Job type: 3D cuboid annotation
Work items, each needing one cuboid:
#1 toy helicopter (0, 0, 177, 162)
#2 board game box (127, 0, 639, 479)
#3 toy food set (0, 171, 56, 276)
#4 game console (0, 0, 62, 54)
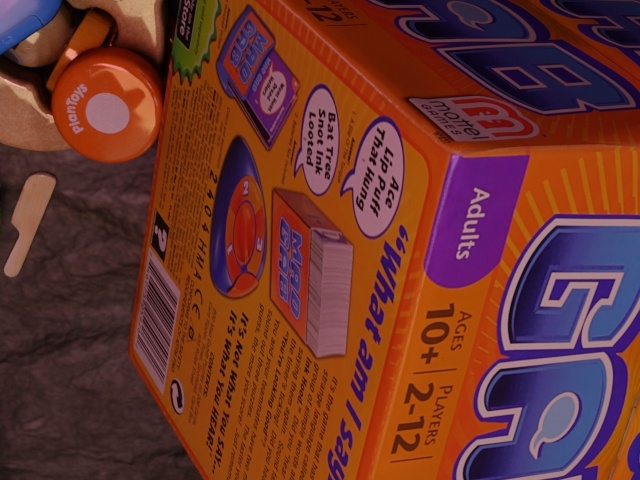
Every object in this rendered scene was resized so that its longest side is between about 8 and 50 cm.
[{"bbox_3d":[-0.213,-0.234,1.096,0.235,0.140,0.355,6,116,4],"label":"toy helicopter"},{"bbox_3d":[0.112,0.012,1.040,0.356,0.356,0.357,-4,122,-28],"label":"board game box"},{"bbox_3d":[-0.330,-0.027,1.272,0.192,0.038,0.132,16,124,-14],"label":"toy food set"},{"bbox_3d":[-0.355,-0.222,1.054,0.250,0.173,0.293,-34,105,-1],"label":"game console"}]
